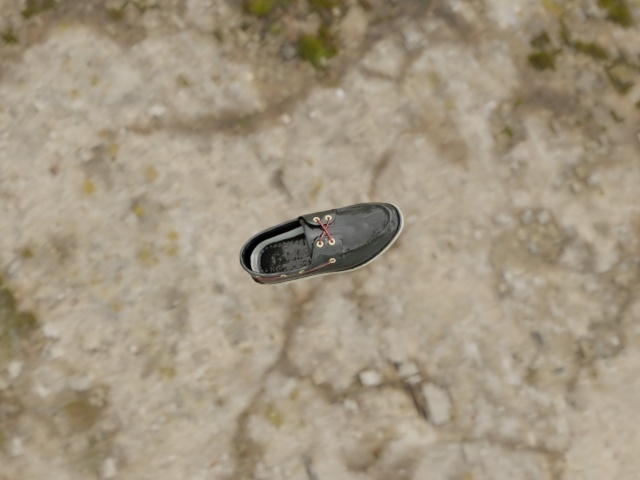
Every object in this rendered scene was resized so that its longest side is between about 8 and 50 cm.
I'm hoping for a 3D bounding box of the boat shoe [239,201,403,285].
[{"bbox_3d":[0.000,0.002,1.244,0.042,0.133,0.049,31,43,-64],"label":"boat shoe"}]
